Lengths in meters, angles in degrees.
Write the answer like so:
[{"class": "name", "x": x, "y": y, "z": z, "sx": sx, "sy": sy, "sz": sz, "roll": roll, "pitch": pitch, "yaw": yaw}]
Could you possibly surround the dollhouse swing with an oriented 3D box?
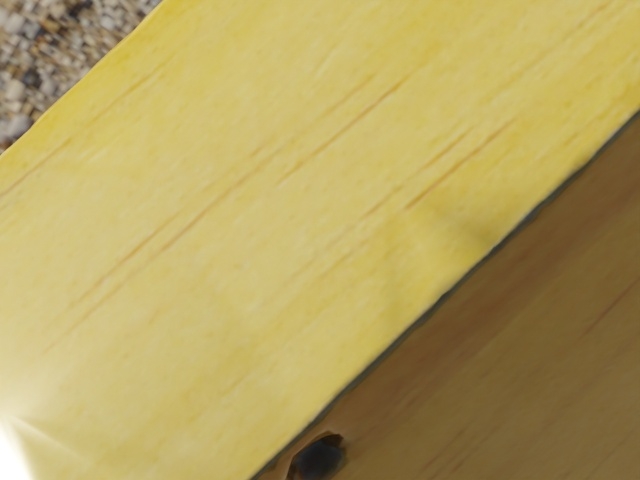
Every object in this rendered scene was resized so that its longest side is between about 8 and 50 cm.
[{"class": "dollhouse swing", "x": 0.000, "y": 0.000, "z": 0.575, "sx": 0.315, "sy": 0.347, "sz": 0.305, "roll": -44, "pitch": 55, "yaw": 3}]
